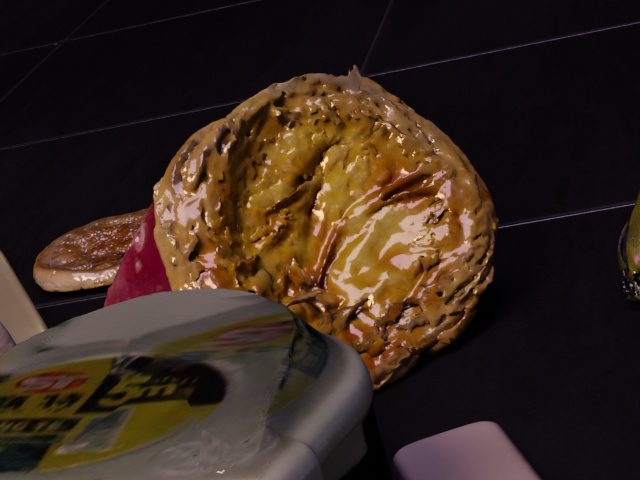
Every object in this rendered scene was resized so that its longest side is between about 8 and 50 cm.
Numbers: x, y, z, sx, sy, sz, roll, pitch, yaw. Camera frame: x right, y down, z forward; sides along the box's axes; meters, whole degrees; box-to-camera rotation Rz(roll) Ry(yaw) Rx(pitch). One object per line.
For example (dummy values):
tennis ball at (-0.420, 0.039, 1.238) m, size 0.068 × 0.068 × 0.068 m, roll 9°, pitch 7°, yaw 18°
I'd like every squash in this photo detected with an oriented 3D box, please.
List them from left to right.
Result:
squash at (0.236, -0.014, 1.118) m, size 0.052 × 0.052 × 0.183 m, roll -5°, pitch 26°, yaw 25°

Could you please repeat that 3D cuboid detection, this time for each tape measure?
tape measure at (-0.087, 0.133, 0.833) m, size 0.259 × 0.138 × 0.262 m, roll -5°, pitch 22°, yaw 22°

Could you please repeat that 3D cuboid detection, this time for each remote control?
remote control at (0.095, 0.154, 0.808) m, size 0.067 × 0.029 × 0.261 m, roll -17°, pitch 18°, yaw -6°

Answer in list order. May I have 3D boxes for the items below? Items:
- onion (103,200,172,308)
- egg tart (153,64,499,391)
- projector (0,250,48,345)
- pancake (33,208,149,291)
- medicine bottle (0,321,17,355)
onion at (-0.034, -0.019, 1.237) m, size 0.248 × 0.111 × 0.250 m, roll -8°, pitch 20°, yaw 24°
egg tart at (0.000, 0.000, 1.102) m, size 0.232 × 0.098 × 0.252 m, roll 20°, pitch 58°, yaw -2°
projector at (-0.319, 0.102, 1.093) m, size 0.270 × 0.088 × 0.193 m, roll -21°, pitch 36°, yaw -16°
pancake at (-0.180, 0.009, 1.382) m, size 0.140 × 0.022 × 0.139 m, roll -14°, pitch 21°, yaw 5°
medicine bottle at (-0.291, 0.125, 0.911) m, size 0.144 × 0.144 × 0.252 m, roll 10°, pitch 48°, yaw 48°
